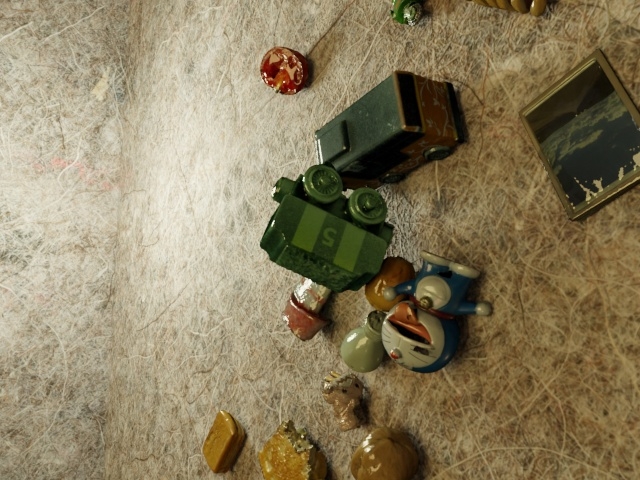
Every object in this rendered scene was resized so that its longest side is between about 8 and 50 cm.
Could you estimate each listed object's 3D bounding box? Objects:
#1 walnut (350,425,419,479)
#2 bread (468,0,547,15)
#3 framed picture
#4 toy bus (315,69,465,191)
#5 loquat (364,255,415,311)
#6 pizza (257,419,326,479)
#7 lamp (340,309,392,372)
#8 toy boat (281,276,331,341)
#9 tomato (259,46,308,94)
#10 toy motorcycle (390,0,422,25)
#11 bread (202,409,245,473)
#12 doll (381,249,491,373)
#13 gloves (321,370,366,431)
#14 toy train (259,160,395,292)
[{"bbox_3d":[0.141,0.491,1.343,0.166,0.149,0.166,-174,90,-88],"label":"walnut"},{"bbox_3d":[0.377,-0.531,1.221,0.225,0.081,0.134,38,114,50],"label":"bread"},{"bbox_3d":[0.476,-0.187,1.089,0.189,0.023,0.259,-40,54,40],"label":"framed picture"},{"bbox_3d":[0.144,-0.236,1.397,0.324,0.194,0.161,-27,65,48],"label":"toy bus"},{"bbox_3d":[0.162,0.099,1.387,0.113,0.137,0.137,21,105,19],"label":"loquat"},{"bbox_3d":[-0.064,0.612,1.640,0.323,0.090,0.222,31,106,55],"label":"pizza"},{"bbox_3d":[0.111,0.236,1.418,0.193,0.106,0.106,112,145,-52],"label":"lamp"},{"bbox_3d":[0.002,0.114,1.645,0.282,0.096,0.206,-60,27,15],"label":"toy boat"},{"bbox_3d":[-0.096,-0.516,1.856,0.159,0.091,0.138,30,122,23],"label":"tomato"},{"bbox_3d":[0.210,-0.596,1.475,0.106,0.074,0.190,-20,69,60],"label":"toy motorcycle"},{"bbox_3d":[-0.312,0.652,1.980,0.116,0.077,0.200,49,122,47],"label":"bread"},{"bbox_3d":[0.229,0.151,1.262,0.215,0.161,0.256,22,101,25],"label":"doll"},{"bbox_3d":[0.063,0.392,1.497,0.094,0.110,0.144,-28,92,40],"label":"gloves"},{"bbox_3d":[0.018,-0.026,1.370,0.167,0.299,0.238,128,164,-60],"label":"toy train"}]
